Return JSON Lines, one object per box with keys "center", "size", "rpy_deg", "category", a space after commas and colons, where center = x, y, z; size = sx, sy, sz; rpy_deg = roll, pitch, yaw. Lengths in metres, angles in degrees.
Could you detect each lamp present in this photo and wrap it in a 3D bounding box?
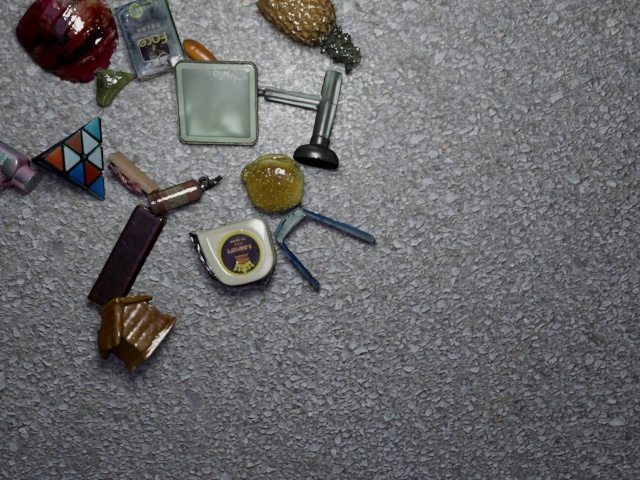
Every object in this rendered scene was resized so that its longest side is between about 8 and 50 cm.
{"center": [-0.340, -0.453, 1.751], "size": [0.267, 0.047, 0.269], "rpy_deg": [1, 112, -3], "category": "lamp"}

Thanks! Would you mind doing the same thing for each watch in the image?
{"center": [0.005, -0.012, 1.824], "size": [0.276, 0.068, 0.274], "rpy_deg": [-41, 103, 3], "category": "watch"}

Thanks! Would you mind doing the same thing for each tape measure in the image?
{"center": [-0.289, 0.056, 1.812], "size": [0.271, 0.133, 0.231], "rpy_deg": [-13, 90, 2], "category": "tape measure"}

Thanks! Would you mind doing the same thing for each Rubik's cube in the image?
{"center": [-0.829, -0.218, 1.790], "size": [0.250, 0.284, 0.234], "rpy_deg": [-18, 121, 26], "category": "Rubik's cube"}

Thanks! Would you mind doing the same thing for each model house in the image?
{"center": [-0.650, 0.296, 1.801], "size": [0.229, 0.219, 0.199], "rpy_deg": [47, 137, -18], "category": "model house"}

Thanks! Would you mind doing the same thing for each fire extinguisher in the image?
{"center": [-0.446, -0.158, 1.775], "size": [0.252, 0.106, 0.075], "rpy_deg": [-21, 104, -15], "category": "fire extinguisher"}

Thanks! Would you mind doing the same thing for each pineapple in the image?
{"center": [-0.017, -0.685, 1.698], "size": [0.202, 0.202, 0.362], "rpy_deg": [-45, 107, 4], "category": "pineapple"}

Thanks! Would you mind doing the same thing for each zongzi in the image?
{"center": [-0.679, -0.488, 1.775], "size": [0.131, 0.062, 0.154], "rpy_deg": [2, 108, -23], "category": "zongzi"}

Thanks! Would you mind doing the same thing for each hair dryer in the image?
{"center": [-0.069, -0.405, 1.792], "size": [0.284, 0.156, 0.320], "rpy_deg": [1, 84, 18], "category": "hair dryer"}

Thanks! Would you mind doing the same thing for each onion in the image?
{"center": [-0.799, -0.669, 1.698], "size": [0.314, 0.146, 0.280], "rpy_deg": [-41, 100, 0], "category": "onion"}

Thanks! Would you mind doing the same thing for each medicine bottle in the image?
{"center": [-1.041, -0.242, 1.768], "size": [0.188, 0.094, 0.119], "rpy_deg": [33, 94, -5], "category": "medicine bottle"}

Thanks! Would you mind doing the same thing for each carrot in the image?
{"center": [-0.355, -0.565, 1.765], "size": [0.271, 0.062, 0.066], "rpy_deg": [47, 61, -10], "category": "carrot"}

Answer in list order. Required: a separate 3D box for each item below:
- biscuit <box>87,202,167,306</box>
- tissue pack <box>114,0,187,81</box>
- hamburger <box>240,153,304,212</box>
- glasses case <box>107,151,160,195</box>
{"center": [-0.666, 0.064, 1.828], "size": [0.107, 0.073, 0.388], "rpy_deg": [29, 96, -4], "category": "biscuit"}
{"center": [-0.551, -0.663, 1.737], "size": [0.173, 0.073, 0.235], "rpy_deg": [-16, 97, -1], "category": "tissue pack"}
{"center": [-0.162, -0.188, 1.776], "size": [0.215, 0.122, 0.189], "rpy_deg": [3, 113, 0], "category": "hamburger"}
{"center": [-0.644, -0.208, 1.780], "size": [0.193, 0.102, 0.070], "rpy_deg": [42, 101, -6], "category": "glasses case"}
